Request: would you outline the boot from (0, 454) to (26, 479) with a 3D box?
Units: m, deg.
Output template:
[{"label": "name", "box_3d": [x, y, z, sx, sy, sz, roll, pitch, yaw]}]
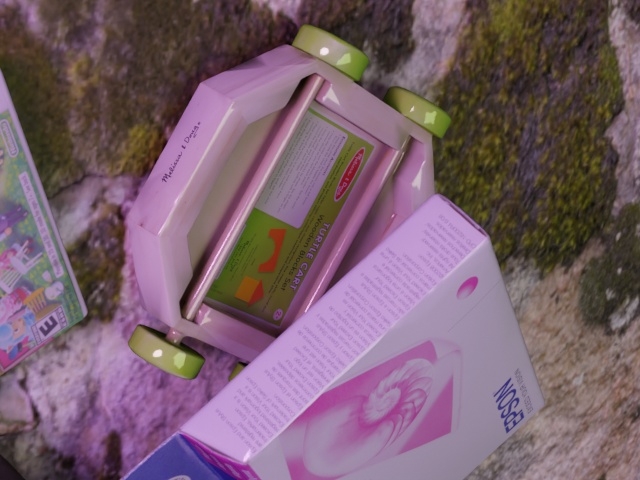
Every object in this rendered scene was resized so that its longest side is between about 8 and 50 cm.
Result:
[{"label": "boot", "box_3d": [-0.234, 0.214, 1.123, 0.305, 0.115, 0.112, 39, 42, -43]}]

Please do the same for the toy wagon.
[{"label": "toy wagon", "box_3d": [0.000, 0.000, 1.275, 0.344, 0.068, 0.267, 28, 92, -50]}]

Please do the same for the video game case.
[{"label": "video game case", "box_3d": [-0.255, 0.019, 1.059, 0.193, 0.023, 0.212, -36, 134, -26]}]

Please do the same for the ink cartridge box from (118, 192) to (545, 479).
[{"label": "ink cartridge box", "box_3d": [0.022, 0.159, 1.303, 0.330, 0.071, 0.324, -43, 151, -8]}]
